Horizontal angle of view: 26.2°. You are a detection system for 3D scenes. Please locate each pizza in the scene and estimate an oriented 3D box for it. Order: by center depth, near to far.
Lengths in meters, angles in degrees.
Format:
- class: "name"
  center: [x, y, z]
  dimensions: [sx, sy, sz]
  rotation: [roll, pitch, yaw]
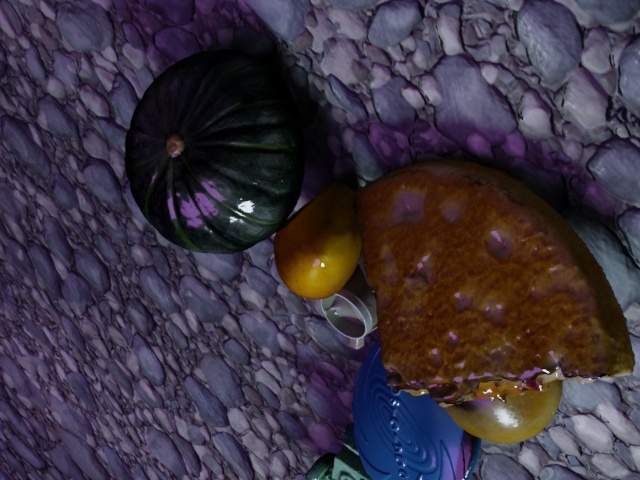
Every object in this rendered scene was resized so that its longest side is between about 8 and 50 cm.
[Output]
- class: "pizza"
  center: [0.172, 0.060, 1.515]
  dimensions: [0.409, 0.114, 0.277]
  rotation: [32, 108, 42]

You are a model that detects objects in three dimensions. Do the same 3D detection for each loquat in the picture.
- class: "loquat"
  center: [0.212, 0.169, 1.632]
  dimensions: [0.163, 0.137, 0.163]
  rotation: [14, 137, 13]

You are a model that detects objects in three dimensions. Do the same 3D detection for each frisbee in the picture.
- class: "frisbee"
  center: [0.112, 0.232, 1.783]
  dimensions: [0.242, 0.045, 0.242]
  rotation: [0, 90, 51]

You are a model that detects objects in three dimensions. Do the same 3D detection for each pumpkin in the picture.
- class: "pumpkin"
  center: [-0.118, -0.109, 1.679]
  dimensions: [0.250, 0.216, 0.249]
  rotation: [12, 107, 43]

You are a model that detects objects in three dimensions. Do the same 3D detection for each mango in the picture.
- class: "mango"
  center: [0.005, 0.004, 1.665]
  dimensions: [0.102, 0.141, 0.217]
  rotation: [41, -174, -6]

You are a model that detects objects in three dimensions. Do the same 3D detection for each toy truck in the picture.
- class: "toy truck"
  center: [0.077, 0.382, 1.983]
  dimensions: [0.155, 0.156, 0.279]
  rotation: [32, 144, 24]

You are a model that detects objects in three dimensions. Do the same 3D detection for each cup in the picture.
- class: "cup"
  center: [0.065, 0.079, 1.744]
  dimensions: [0.074, 0.099, 0.102]
  rotation: [1, 125, 49]
